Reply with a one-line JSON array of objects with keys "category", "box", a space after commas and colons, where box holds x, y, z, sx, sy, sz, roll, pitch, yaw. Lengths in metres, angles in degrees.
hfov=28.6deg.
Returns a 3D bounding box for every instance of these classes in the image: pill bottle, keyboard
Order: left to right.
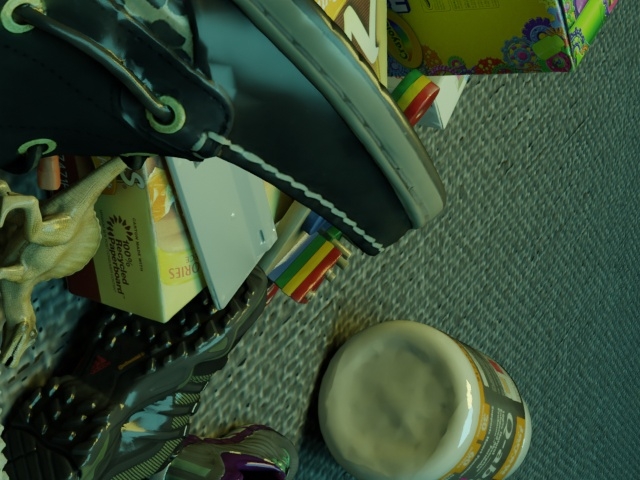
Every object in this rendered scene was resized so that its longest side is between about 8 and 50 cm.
[{"category": "keyboard", "box": [-0.071, -0.066, 0.761, 0.072, 0.014, 0.256, -49, 144, -32]}, {"category": "pill bottle", "box": [0.119, 0.180, 1.280, 0.278, 0.162, 0.162, 29, 76, -63]}]

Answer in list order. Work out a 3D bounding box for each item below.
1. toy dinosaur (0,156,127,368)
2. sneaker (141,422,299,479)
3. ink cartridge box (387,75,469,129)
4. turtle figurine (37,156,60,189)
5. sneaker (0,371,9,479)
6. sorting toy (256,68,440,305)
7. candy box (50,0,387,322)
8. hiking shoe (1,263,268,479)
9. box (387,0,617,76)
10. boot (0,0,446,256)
[{"category": "toy dinosaur", "box": [-0.160, -0.010, 0.728, 0.092, 0.053, 0.183, 18, 116, -47]}, {"category": "sneaker", "box": [-0.055, 0.201, 1.018, 0.223, 0.098, 0.083, 11, 92, -63]}, {"category": "ink cartridge box", "box": [0.089, -0.168, 1.134, 0.122, 0.088, 0.052, -63, 152, -25]}, {"category": "turtle figurine", "box": [-0.159, -0.178, 0.643, 0.217, 0.087, 0.269, -57, 135, -52]}, {"category": "sneaker", "box": [-0.236, 0.094, 0.607, 0.146, 0.102, 0.293, -41, 137, -48]}, {"category": "sorting toy", "box": [0.000, 0.000, 0.949, 0.274, 0.046, 0.132, -55, 172, 31]}, {"category": "candy box", "box": [-0.059, -0.106, 0.874, 0.316, 0.087, 0.183, -45, 141, -47]}, {"category": "hiking shoe", "box": [-0.121, 0.101, 0.867, 0.227, 0.086, 0.114, -44, 153, -26]}, {"category": "box", "box": [0.140, -0.327, 1.000, 0.279, 0.177, 0.290, -53, 133, -38]}, {"category": "boot", "box": [-0.149, -0.037, 0.499, 0.284, 0.138, 0.377, -49, 128, 4]}]
